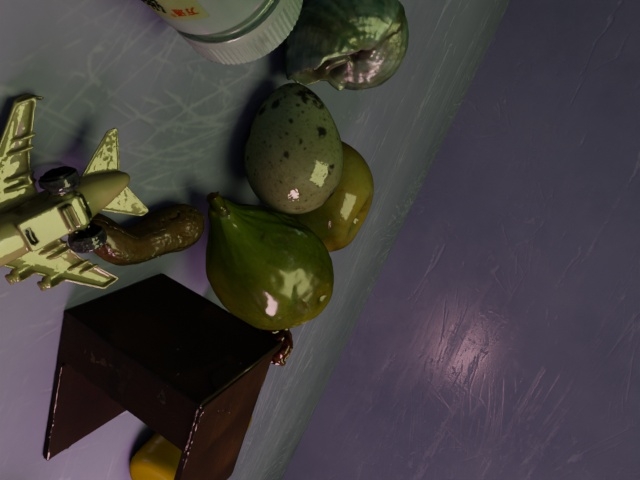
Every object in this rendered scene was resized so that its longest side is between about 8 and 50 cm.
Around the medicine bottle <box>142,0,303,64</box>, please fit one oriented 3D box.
[{"bbox_3d":[-0.135,-0.298,0.427,0.158,0.158,0.318,-63,163,0],"label":"medicine bottle"}]

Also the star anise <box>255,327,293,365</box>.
[{"bbox_3d":[-0.122,0.204,1.249,0.190,0.126,0.220,158,-61,-74],"label":"star anise"}]

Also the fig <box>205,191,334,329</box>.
[{"bbox_3d":[-0.101,0.014,0.910,0.233,0.233,0.314,-45,131,-46],"label":"fig"}]

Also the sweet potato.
[{"bbox_3d":[-0.250,-0.008,0.691,0.233,0.062,0.081,-16,112,-63],"label":"sweet potato"}]

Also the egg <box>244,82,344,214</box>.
[{"bbox_3d":[-0.047,-0.158,0.863,0.177,0.177,0.228,-32,125,-59],"label":"egg"}]

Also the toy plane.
[{"bbox_3d":[-0.290,-0.020,0.500,0.244,0.092,0.229,-45,136,-43],"label":"toy plane"}]

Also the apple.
[{"bbox_3d":[0.009,-0.099,1.075,0.260,0.194,0.260,-53,162,-26],"label":"apple"}]

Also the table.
[{"bbox_3d":[-0.246,0.248,0.756,0.196,0.251,0.282,-28,141,-62],"label":"table"}]

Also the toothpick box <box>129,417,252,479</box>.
[{"bbox_3d":[-0.276,0.455,1.110,0.271,0.175,0.175,-46,156,-52],"label":"toothpick box"}]

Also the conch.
[{"bbox_3d":[0.051,-0.355,0.883,0.220,0.195,0.277,-35,-161,22],"label":"conch"}]
